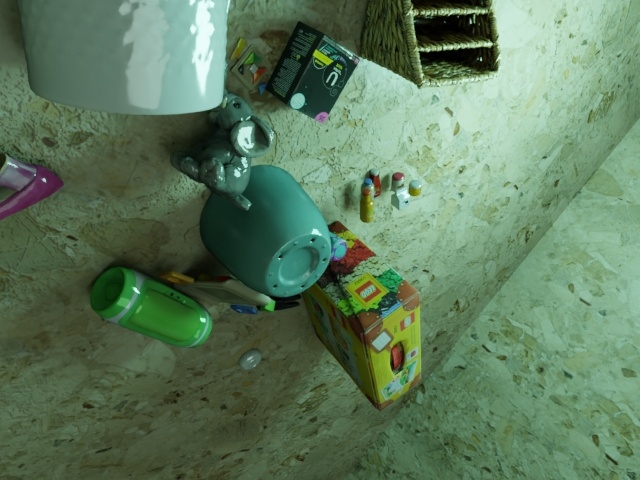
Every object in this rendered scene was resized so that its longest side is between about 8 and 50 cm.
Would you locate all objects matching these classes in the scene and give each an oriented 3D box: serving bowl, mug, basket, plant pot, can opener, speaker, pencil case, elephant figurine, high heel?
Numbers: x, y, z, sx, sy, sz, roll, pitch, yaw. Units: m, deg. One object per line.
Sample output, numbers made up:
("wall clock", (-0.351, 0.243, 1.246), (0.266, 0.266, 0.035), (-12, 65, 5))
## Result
("serving bowl", (-0.231, 0.403, 1.555), (0.083, 0.027, 0.083), (-24, 136, -26))
("mug", (-0.249, -0.390, 0.687), (0.374, 0.276, 0.328), (-43, 146, -57))
("basket", (0.279, -0.496, 1.067), (0.299, 0.223, 0.214), (-16, 133, -31))
("plant pot", (-0.111, -0.003, 1.141), (0.293, 0.235, 0.293), (-24, 137, -25))
("can opener", (-0.126, 0.195, 1.445), (0.186, 0.073, 0.059), (8, 110, -56))
("speaker", (-0.397, 0.169, 1.124), (0.131, 0.131, 0.296), (-45, 141, 0))
("pencil case", (0.000, 0.000, 1.308), (0.064, 0.151, 0.070), (25, 96, -54))
("elephant figurine", (-0.184, -0.219, 0.966), (0.239, 0.169, 0.186), (-61, 171, -6))
("high heel", (-0.578, -0.042, 0.828), (0.244, 0.082, 0.117), (-52, 151, 2))

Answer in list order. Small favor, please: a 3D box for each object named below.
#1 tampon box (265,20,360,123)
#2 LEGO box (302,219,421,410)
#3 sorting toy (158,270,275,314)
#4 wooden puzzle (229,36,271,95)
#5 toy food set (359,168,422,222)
("tampon box", (-0.019, -0.362, 1.013), (0.120, 0.101, 0.161), (13, 115, -46))
("LEGO box", (0.120, 0.245, 1.455), (0.193, 0.372, 0.500), (-33, 140, -16))
("sorting toy", (-0.254, 0.125, 1.209), (0.347, 0.196, 0.047), (38, 54, -52))
("wooden puzzle", (-0.144, -0.361, 0.973), (0.078, 0.014, 0.116), (-52, 141, 8))
("toy food set", (0.197, -0.156, 1.379), (0.232, 0.111, 0.105), (-25, 138, -20))
